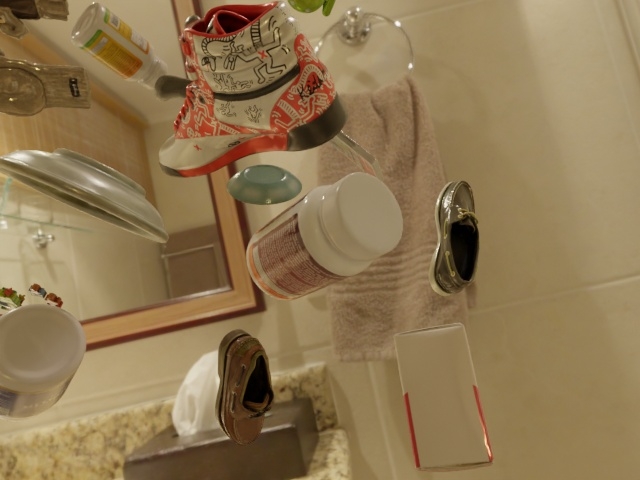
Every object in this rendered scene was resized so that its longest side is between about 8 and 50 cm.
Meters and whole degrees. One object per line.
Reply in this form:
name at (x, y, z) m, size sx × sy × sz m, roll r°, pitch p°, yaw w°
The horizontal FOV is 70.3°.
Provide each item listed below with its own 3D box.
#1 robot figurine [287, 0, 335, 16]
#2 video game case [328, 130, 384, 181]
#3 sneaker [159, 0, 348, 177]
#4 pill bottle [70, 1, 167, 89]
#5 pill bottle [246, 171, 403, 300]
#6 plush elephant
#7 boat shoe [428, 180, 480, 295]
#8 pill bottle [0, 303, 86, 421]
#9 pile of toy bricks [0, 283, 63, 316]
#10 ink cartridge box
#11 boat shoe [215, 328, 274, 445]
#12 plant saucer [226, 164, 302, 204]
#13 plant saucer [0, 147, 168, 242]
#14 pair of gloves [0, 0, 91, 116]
robot figurine at (-0.024, -0.406, 0.737) m, size 0.101 × 0.067 × 0.115 m, roll 16°, pitch 25°, yaw -13°
video game case at (0.072, -0.292, 1.388) m, size 0.025 × 0.285 × 0.204 m, roll -49°, pitch -16°, yaw 3°
sneaker at (-0.112, -0.158, 0.489) m, size 0.270 × 0.145 × 0.090 m, roll -4°, pitch 44°, yaw 36°
pill bottle at (-0.582, -0.559, 1.342) m, size 0.136 × 0.136 × 0.245 m, roll -15°, pitch -28°, yaw 29°
pill bottle at (0.000, 0.000, 1.116) m, size 0.224 × 0.224 × 0.392 m, roll -8°, pitch -14°, yaw -38°
plush elephant at (-0.310, -0.495, 1.443) m, size 0.329 × 0.272 × 0.255 m, roll 17°, pitch -3°, yaw -7°
boat shoe at (0.334, -0.018, 1.089) m, size 0.109 × 0.305 × 0.091 m, roll 22°, pitch -25°, yaw -18°
pill bottle at (-0.539, 0.237, 0.839) m, size 0.153 × 0.153 × 0.264 m, roll -7°, pitch -26°, yaw -42°
pile of toy bricks at (-0.712, 0.138, 1.042) m, size 0.212 × 0.118 × 0.105 m, roll 16°, pitch -34°, yaw -8°
ink cartridge box at (0.213, 0.279, 0.809) m, size 0.117 × 0.207 × 0.283 m, roll -11°, pitch -22°, yaw 10°
boat shoe at (-0.163, 0.350, 1.004) m, size 0.104 × 0.307 × 0.110 m, roll 22°, pitch 35°, yaw 38°
plant saucer at (-0.143, -0.155, 1.164) m, size 0.194 × 0.037 × 0.195 m, roll 3°, pitch 34°, yaw -2°
plant saucer at (-0.530, -0.118, 1.063) m, size 0.400 × 0.101 × 0.400 m, roll 22°, pitch -12°, yaw 5°
pair of gloves at (-0.493, -0.317, 0.717) m, size 0.204 × 0.042 × 0.240 m, roll -13°, pitch -49°, yaw -17°
